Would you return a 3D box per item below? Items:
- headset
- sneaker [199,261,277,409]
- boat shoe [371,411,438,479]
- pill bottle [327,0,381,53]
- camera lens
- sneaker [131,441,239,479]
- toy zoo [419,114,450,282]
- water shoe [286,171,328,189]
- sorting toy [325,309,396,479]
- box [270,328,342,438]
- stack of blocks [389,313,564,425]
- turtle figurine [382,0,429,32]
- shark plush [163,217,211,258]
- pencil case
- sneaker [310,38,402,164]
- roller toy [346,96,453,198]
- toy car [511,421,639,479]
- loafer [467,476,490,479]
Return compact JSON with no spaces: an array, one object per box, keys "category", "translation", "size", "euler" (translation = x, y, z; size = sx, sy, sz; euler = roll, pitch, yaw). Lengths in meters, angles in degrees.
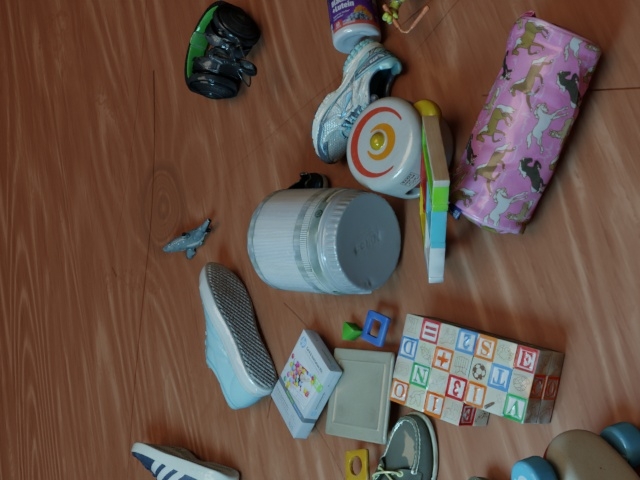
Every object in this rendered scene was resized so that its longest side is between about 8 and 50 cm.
[{"category":"headset","translation":[-0.264,-0.472,2.282],"size":[0.394,0.185,0.243],"euler":[40,111,54]},{"category":"sneaker","translation":[-0.232,0.226,2.144],"size":[0.150,0.135,0.366],"euler":[-40,55,28]},{"category":"boat shoe","translation":[0.145,0.478,1.745],"size":[0.109,0.091,0.305],"euler":[11,89,45]},{"category":"pill bottle","translation":[0.069,-0.520,2.014],"size":[0.108,0.108,0.193],"euler":[-24,66,40]},{"category":"camera lens","translation":[0.000,0.000,1.896],"size":[0.274,0.219,0.219],"euler":[1,83,45]},{"category":"sneaker","translation":[-0.345,0.581,2.185],"size":[0.350,0.131,0.148],"euler":[8,83,45]},{"category":"toy zoo","translation":[0.209,-0.059,1.702],"size":[0.192,0.030,0.293],"euler":[-91,-2,-46]},{"category":"water shoe","translation":[-0.069,-0.084,2.082],"size":[0.203,0.080,0.073],"euler":[-49,51,26]},{"category":"sorting toy","translation":[0.089,0.317,1.869],"size":[0.196,0.047,0.347],"euler":[-4,77,51]},{"category":"box","translation":[-0.033,0.309,1.968],"size":[0.186,0.038,0.145],"euler":[-63,36,21]},{"category":"stack of blocks","translation":[0.277,0.249,1.664],"size":[0.297,0.087,0.171],"euler":[12,90,45]},{"category":"turtle figurine","translation":[0.164,-0.573,1.926],"size":[0.217,0.087,0.269],"euler":[22,88,18]},{"category":"shark plush","translation":[-0.330,-0.004,2.335],"size":[0.161,0.067,0.073],"euler":[-21,67,41]},{"category":"pencil case","translation":[0.355,-0.204,1.634],"size":[0.160,0.167,0.386],"euler":[-123,54,-72]},{"category":"sneaker","translation":[0.079,-0.286,1.959],"size":[0.122,0.110,0.283],"euler":[35,107,39]},{"category":"roller toy","translation":[0.156,-0.185,1.832],"size":[0.209,0.146,0.191],"euler":[9,88,45]},{"category":"toy car","translation":[0.413,0.440,1.451],"size":[0.210,0.219,0.238],"euler":[58,150,34]},{"category":"loafer","translation":[0.324,0.462,1.603],"size":[0.148,0.050,0.056],"euler":[39,113,26]}]
